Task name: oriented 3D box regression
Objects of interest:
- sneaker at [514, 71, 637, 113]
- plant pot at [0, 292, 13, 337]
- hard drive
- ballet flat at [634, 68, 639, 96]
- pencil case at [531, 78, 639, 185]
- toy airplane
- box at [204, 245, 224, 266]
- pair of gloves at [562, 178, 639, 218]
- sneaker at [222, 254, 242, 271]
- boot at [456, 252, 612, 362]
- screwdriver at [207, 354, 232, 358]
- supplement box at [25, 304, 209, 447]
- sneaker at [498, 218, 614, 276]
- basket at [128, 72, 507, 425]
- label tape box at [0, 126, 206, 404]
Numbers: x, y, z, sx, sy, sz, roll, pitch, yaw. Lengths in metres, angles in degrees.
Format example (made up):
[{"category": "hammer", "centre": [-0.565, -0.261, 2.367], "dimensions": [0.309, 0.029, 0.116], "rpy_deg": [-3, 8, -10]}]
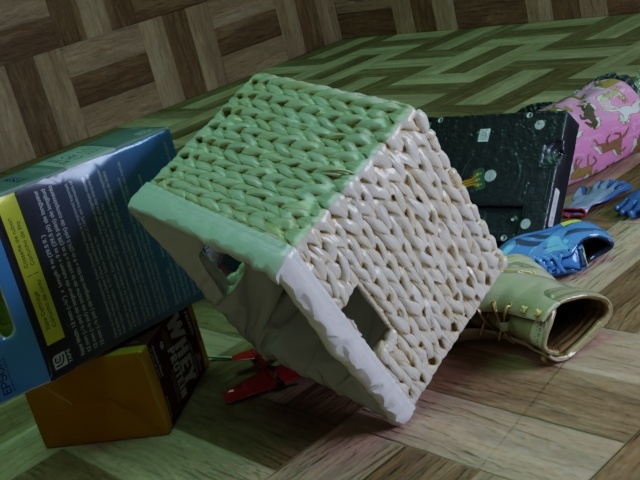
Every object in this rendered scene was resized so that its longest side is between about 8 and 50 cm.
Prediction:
[{"category": "sneaker", "centre": [0.529, -0.246, 2.057], "dimensions": [0.300, 0.111, 0.121], "rpy_deg": [-20, -23, 20]}, {"category": "plant pot", "centre": [-0.530, 0.083, 1.702], "dimensions": [0.207, 0.227, 0.228], "rpy_deg": [-18, 19, 11]}, {"category": "hard drive", "centre": [0.260, -0.100, 1.665], "dimensions": [0.339, 0.237, 0.064], "rpy_deg": [2, -20, 38]}, {"category": "ballet flat", "centre": [0.815, -0.306, 2.014], "dimensions": [0.147, 0.147, 0.409], "rpy_deg": [-23, 18, -24]}, {"category": "pencil case", "centre": [0.431, -0.180, 1.838], "dimensions": [0.386, 0.160, 0.167], "rpy_deg": [-23, 19, -22]}, {"category": "toy airplane", "centre": [-0.076, 0.182, 1.380], "dimensions": [0.151, 0.028, 0.151], "rpy_deg": [-11, 19, 4]}, {"category": "box", "centre": [-0.190, -0.047, 1.817], "dimensions": [0.058, 0.232, 0.322], "rpy_deg": [33, 39, 17]}, {"category": "pair of gloves", "centre": [0.524, -0.074, 1.681], "dimensions": [0.198, 0.023, 0.159], "rpy_deg": [4, 28, 44]}, {"category": "sneaker", "centre": [-0.008, -0.003, 1.531], "dimensions": [0.322, 0.236, 0.130], "rpy_deg": [-2, 23, 32]}, {"category": "boot", "centre": [0.228, 0.107, 1.286], "dimensions": [0.262, 0.095, 0.203], "rpy_deg": [-18, 21, -18]}, {"category": "screwdriver", "centre": [-0.206, 0.175, 1.498], "dimensions": [0.169, 0.025, 0.024], "rpy_deg": [-5, 21, 26]}, {"category": "supplement box", "centre": [-0.288, 0.179, 1.384], "dimensions": [0.191, 0.129, 0.194], "rpy_deg": [-9, 20, 15]}, {"category": "sneaker", "centre": [0.346, 0.025, 1.460], "dimensions": [0.209, 0.069, 0.082], "rpy_deg": [-20, 24, -17]}, {"category": "basket", "centre": [0.000, 0.000, 1.224], "dimensions": [0.331, 0.328, 0.266], "rpy_deg": [20, 64, 47]}, {"category": "label tape box", "centre": [-0.327, 0.021, 1.274], "dimensions": [0.347, 0.249, 0.115], "rpy_deg": [-29, 24, -36]}]
